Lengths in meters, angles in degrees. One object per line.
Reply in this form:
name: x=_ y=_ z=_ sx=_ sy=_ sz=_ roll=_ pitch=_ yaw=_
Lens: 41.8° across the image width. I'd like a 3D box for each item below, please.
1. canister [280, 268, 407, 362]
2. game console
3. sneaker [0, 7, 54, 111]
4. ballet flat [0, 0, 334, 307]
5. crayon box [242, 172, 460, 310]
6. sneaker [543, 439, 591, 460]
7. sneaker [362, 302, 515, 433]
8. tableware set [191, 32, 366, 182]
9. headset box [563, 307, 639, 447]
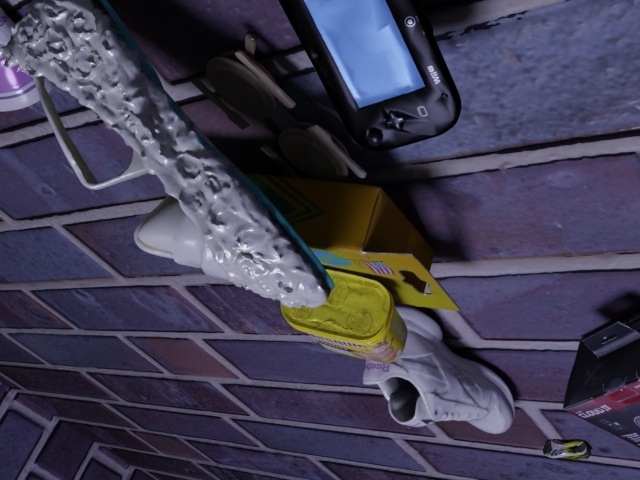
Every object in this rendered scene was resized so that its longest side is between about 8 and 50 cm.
canister: x=0.035 y=0.095 z=1.007 sx=0.126 sy=0.073 sz=0.170 roll=11 pitch=166 yaw=17
game console: x=0.011 y=-0.227 z=0.620 sx=0.213 sy=0.044 sz=0.361 roll=-7 pitch=125 yaw=39
sneaker: x=-0.467 y=-0.234 z=1.003 sx=0.282 sy=0.102 sz=0.161 roll=-4 pitch=138 yaw=24
ballet flat: x=-0.160 y=-0.070 z=0.831 sx=0.409 sy=0.147 sz=0.147 roll=51 pitch=147 yaw=-3
crayon box: x=0.000 y=0.000 z=0.997 sx=0.319 sy=0.081 sz=0.202 roll=8 pitch=163 yaw=27
sneaker: x=0.402 y=0.347 z=1.368 sx=0.035 sy=0.031 sz=0.083 roll=40 pitch=148 yaw=-27
sneaker: x=0.165 y=0.223 z=1.218 sx=0.305 sy=0.152 sz=0.114 roll=39 pitch=146 yaw=-27
tableware set: x=-0.038 y=-0.135 z=0.896 sx=0.194 sy=0.039 sz=0.128 roll=43 pitch=156 yaw=-21
headset box: x=0.447 y=0.177 z=0.971 sx=0.293 sy=0.110 sz=0.218 roll=27 pitch=151 yaw=-5
